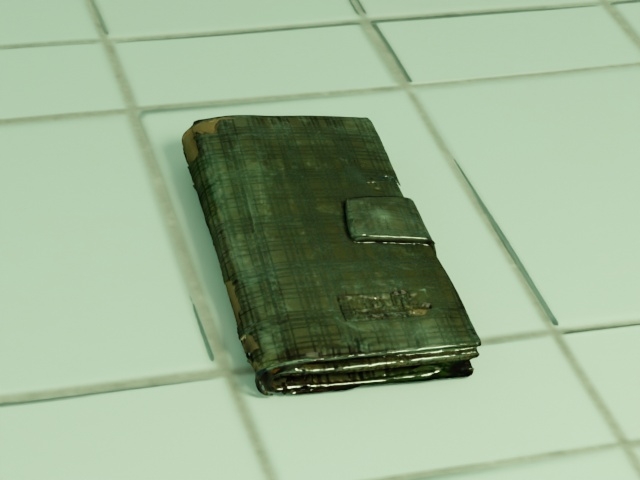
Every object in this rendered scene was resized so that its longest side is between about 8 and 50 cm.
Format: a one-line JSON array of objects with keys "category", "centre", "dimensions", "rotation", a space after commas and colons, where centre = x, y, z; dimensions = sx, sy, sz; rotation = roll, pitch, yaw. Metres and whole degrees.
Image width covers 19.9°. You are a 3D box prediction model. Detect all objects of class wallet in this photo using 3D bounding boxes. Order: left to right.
[{"category": "wallet", "centre": [0.000, -0.001, 1.393], "dimensions": [0.169, 0.044, 0.317], "rotation": [-3, 36, -13]}]
